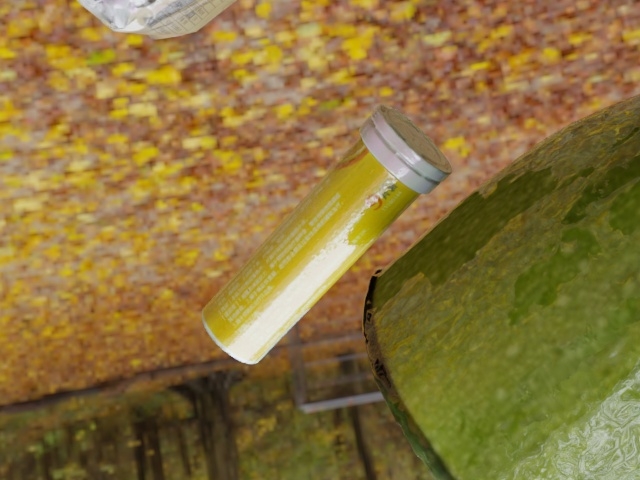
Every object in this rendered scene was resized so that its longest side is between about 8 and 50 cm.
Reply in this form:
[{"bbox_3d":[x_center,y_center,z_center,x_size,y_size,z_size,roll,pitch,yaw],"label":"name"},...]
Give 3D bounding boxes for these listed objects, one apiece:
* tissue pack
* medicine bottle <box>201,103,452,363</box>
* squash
[{"bbox_3d":[-0.105,-0.259,1.037,0.215,0.123,0.256,-36,-169,5],"label":"tissue pack"},{"bbox_3d":[0.000,0.000,0.915,0.218,0.074,0.074,-47,157,18],"label":"medicine bottle"},{"bbox_3d":[0.237,0.035,0.811,0.310,0.310,0.309,2,137,-51],"label":"squash"}]
